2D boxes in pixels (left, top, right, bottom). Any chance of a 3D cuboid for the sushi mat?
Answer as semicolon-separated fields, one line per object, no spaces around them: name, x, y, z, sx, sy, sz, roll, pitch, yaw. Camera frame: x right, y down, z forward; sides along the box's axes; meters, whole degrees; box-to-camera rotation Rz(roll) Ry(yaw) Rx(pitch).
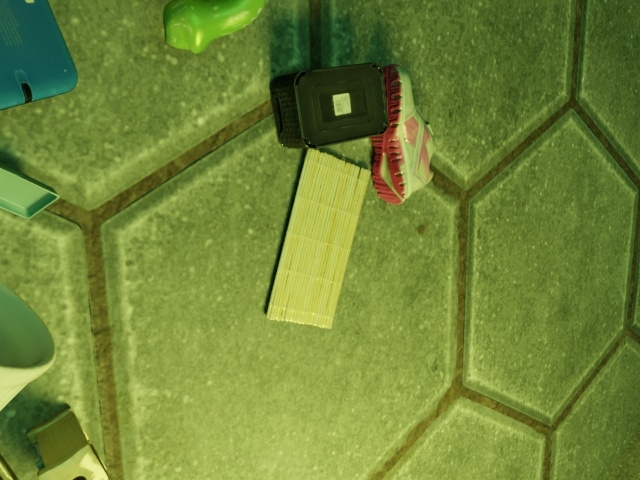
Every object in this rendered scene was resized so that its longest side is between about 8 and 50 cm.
sushi mat;0.000;0.000;0.971;0.152;0.019;0.316;13;91;-34

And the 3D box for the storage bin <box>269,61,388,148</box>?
storage bin;0.018;-0.228;0.903;0.180;0.084;0.122;-18;108;-31

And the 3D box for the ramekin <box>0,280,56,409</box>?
ramekin;-0.437;0.099;0.548;0.277;0.277;0.135;42;83;-32

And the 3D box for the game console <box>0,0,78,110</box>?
game console;-0.473;-0.275;0.600;0.250;0.174;0.293;-48;127;-54

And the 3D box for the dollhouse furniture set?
dollhouse furniture set;-0.382;0.347;0.707;0.184;0.129;0.128;-30;114;-27

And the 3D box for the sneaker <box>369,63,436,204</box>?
sneaker;0.153;-0.201;0.998;0.111;0.103;0.252;-23;117;-33

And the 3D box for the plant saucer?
plant saucer;-0.414;-0.082;0.629;0.192;0.067;0.018;34;35;-51

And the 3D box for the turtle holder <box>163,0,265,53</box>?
turtle holder;-0.165;-0.441;0.681;0.228;0.243;0.320;-13;146;-17
